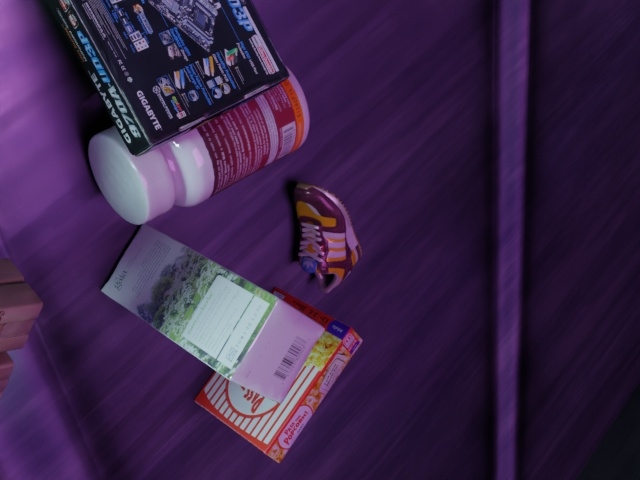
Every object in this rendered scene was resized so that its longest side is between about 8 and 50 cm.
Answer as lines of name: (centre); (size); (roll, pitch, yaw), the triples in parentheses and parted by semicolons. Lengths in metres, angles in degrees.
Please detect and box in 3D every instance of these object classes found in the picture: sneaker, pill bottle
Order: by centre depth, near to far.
pill bottle: (-0.127, -0.110, 0.843); (0.221, 0.121, 0.121); (-33, 131, -34)
sneaker: (0.000, 0.000, 1.086); (0.084, 0.070, 0.185); (-55, 139, -22)

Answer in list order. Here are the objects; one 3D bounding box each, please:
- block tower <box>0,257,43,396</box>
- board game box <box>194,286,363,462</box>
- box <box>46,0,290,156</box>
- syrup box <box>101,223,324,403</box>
block tower: (-0.349, 0.155, 0.669); (0.097, 0.091, 0.335); (-4, 133, -55)
board game box: (-0.057, 0.175, 1.050); (0.193, 0.147, 0.045); (-55, 141, -14)
box: (-0.151, -0.214, 0.739); (0.175, 0.051, 0.220); (-35, 102, -33)
syrup box: (-0.122, 0.074, 0.850); (0.096, 0.237, 0.093); (39, 79, -49)
